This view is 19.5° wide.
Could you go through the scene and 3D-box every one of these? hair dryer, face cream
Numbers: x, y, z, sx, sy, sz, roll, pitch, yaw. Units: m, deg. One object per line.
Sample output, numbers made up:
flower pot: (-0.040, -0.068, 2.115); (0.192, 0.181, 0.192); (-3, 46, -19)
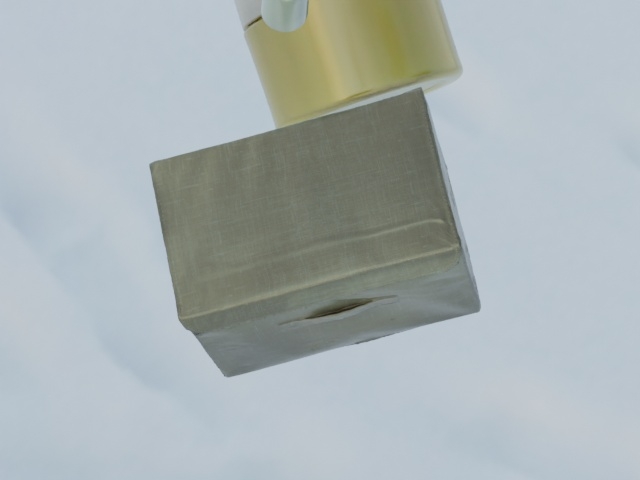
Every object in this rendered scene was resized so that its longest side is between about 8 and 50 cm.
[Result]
hair dryer: (-0.003, -0.226, 1.477); (0.038, 0.063, 0.124); (33, 73, 7)
face cream: (0.028, -0.231, 2.029); (0.218, 0.218, 0.179); (-17, 88, -45)

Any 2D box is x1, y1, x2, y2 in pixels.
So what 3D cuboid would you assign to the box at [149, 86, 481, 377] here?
box: (0.000, 0.000, 1.521); (0.149, 0.231, 0.155); (63, 12, -65)
